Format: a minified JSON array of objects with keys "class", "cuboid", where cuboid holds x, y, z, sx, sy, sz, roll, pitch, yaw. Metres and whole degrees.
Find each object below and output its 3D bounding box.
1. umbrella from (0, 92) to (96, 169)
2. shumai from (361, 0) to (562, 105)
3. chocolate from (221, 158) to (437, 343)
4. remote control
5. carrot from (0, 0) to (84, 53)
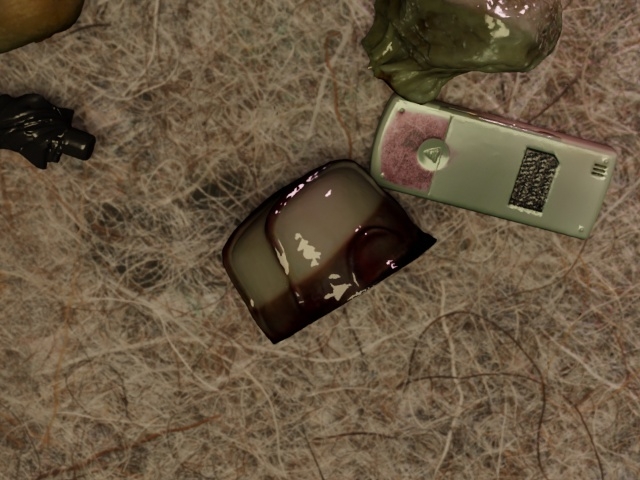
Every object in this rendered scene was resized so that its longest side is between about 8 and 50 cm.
[{"class":"umbrella","cuboid":[-0.445,-0.173,1.729,0.272,0.122,0.110,17,88,3]},{"class":"shumai","cuboid":[0.193,-0.260,1.632,0.225,0.260,0.222,-4,121,-32]},{"class":"chocolate","cuboid":[0.000,0.000,1.729,0.283,0.283,0.186,-30,89,12]},{"class":"remote control","cuboid":[0.244,-0.108,1.777,0.344,0.050,0.145,15,110,-4]},{"class":"carrot","cuboid":[-0.432,-0.416,1.582,0.224,0.224,0.341,-15,107,6]}]
